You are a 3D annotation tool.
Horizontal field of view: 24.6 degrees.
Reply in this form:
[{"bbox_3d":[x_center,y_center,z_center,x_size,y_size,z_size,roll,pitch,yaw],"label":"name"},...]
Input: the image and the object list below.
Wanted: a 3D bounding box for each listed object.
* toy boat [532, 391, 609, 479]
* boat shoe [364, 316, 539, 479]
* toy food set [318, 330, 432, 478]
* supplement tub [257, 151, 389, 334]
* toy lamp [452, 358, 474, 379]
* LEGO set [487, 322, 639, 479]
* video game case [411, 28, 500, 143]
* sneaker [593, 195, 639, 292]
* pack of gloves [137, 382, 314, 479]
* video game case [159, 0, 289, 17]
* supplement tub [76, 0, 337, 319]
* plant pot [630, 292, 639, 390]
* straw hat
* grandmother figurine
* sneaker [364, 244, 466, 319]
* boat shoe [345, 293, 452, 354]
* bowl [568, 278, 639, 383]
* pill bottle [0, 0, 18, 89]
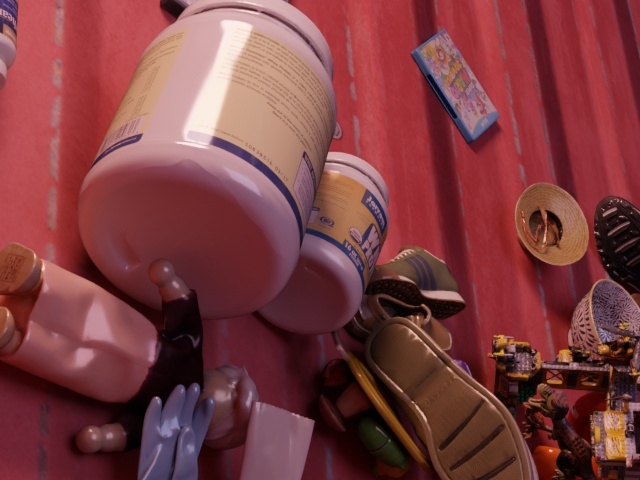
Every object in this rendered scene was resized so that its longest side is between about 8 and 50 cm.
[{"bbox_3d":[0.361,0.312,2.006,0.151,0.151,0.231,16,49,-9],"label":"toy boat"},{"bbox_3d":[0.169,0.217,1.747,0.302,0.113,0.103,56,7,35],"label":"boat shoe"},{"bbox_3d":[0.046,0.205,1.731,0.218,0.071,0.128,54,3,-19],"label":"toy food set"},{"bbox_3d":[0.000,0.000,1.741,0.144,0.144,0.200,47,38,-19],"label":"supplement tub"},{"bbox_3d":[0.174,0.280,1.824,0.080,0.080,0.275,24,51,-40],"label":"toy lamp"},{"bbox_3d":[0.327,0.222,1.875,0.192,0.255,0.331,87,15,-49],"label":"LEGO set"},{"bbox_3d":[0.212,-0.242,2.284,0.166,0.015,0.119,57,35,-6],"label":"video game case"},{"bbox_3d":[0.541,0.029,2.450,0.271,0.100,0.108,50,23,-21],"label":"sneaker"},{"bbox_3d":[-0.118,0.266,1.465,0.195,0.046,0.232,23,72,-32],"label":"pack of gloves"},{"bbox_3d":[-0.118,-0.358,1.948,0.196,0.026,0.274,34,42,-32],"label":"video game case"},{"bbox_3d":[-0.111,-0.100,1.596,0.235,0.235,0.325,43,39,-24],"label":"supplement tub"},{"bbox_3d":[0.564,0.137,2.329,0.167,0.165,0.167,31,44,-35],"label":"plant pot"},{"bbox_3d":[0.336,-0.015,2.240,0.144,0.061,0.144,14,61,-27],"label":"straw hat"},{"bbox_3d":[-0.187,0.119,1.473,0.342,0.104,0.208,35,79,-38],"label":"grandmother figurine"},{"bbox_3d":[0.111,0.045,1.927,0.192,0.064,0.086,17,46,-44],"label":"sneaker"},{"bbox_3d":[0.115,0.110,1.871,0.190,0.072,0.068,18,53,-44],"label":"boat shoe"},{"bbox_3d":[0.429,0.151,2.225,0.170,0.080,0.170,31,44,-35],"label":"bowl"},{"bbox_3d":[-0.349,-0.214,1.523,0.067,0.067,0.120,25,49,-40],"label":"pill bottle"}]
